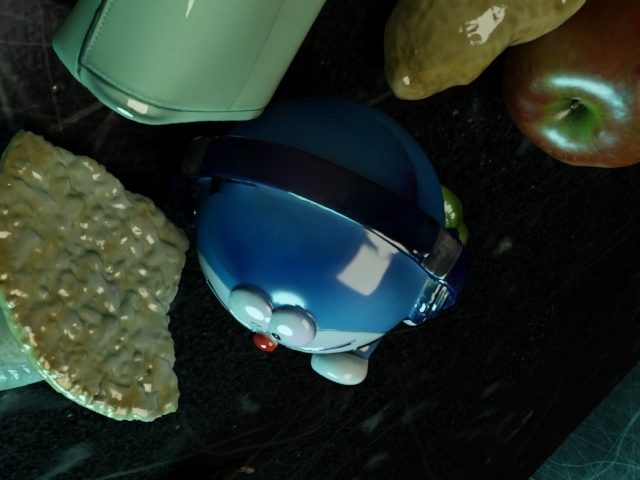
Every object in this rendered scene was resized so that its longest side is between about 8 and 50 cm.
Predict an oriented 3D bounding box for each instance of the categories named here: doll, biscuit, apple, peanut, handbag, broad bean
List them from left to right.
[{"bbox_3d":[-0.182,0.030,0.616,0.188,0.040,0.265,-36,108,-54],"label":"biscuit"},{"bbox_3d":[-0.038,-0.229,0.500,0.315,0.109,0.241,-56,167,23],"label":"handbag"},{"bbox_3d":[0.000,0.000,0.710,0.310,0.284,0.240,65,48,-72],"label":"doll"},{"bbox_3d":[0.181,-0.017,1.041,0.061,0.046,0.195,-34,146,-19],"label":"broad bean"},{"bbox_3d":[0.166,-0.235,0.734,0.253,0.122,0.137,-35,152,-8],"label":"peanut"},{"bbox_3d":[0.333,-0.203,0.863,0.230,0.230,0.230,-27,142,-23],"label":"apple"}]

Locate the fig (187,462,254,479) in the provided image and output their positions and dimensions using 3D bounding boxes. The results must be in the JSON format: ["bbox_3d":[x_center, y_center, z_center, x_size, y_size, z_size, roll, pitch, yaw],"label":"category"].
[{"bbox_3d":[-0.178,0.396,1.039,0.149,0.148,0.202,140,-29,-67],"label":"fig"}]

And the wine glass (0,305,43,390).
[{"bbox_3d":[-0.274,0.112,0.560,0.309,0.264,0.096,-26,102,-24],"label":"wine glass"}]
